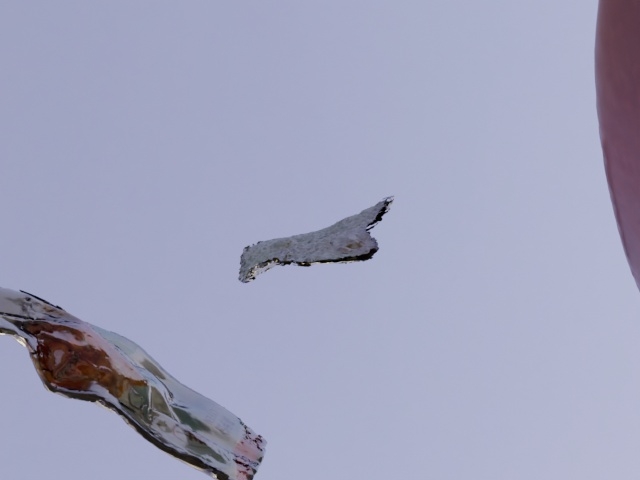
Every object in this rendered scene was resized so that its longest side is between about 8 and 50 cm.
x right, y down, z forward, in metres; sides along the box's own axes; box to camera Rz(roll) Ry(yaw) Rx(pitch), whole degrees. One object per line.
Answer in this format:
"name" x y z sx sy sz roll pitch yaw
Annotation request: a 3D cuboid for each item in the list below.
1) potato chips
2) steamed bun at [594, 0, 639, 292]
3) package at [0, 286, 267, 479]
"potato chips" 0.000 0.000 1.359 0.142 0.209 0.026 -26 -82 -21
"steamed bun" 0.261 -0.017 0.728 0.379 0.235 0.248 40 -99 -42
"package" -0.139 0.095 1.301 0.040 0.232 0.166 -61 -2 8
